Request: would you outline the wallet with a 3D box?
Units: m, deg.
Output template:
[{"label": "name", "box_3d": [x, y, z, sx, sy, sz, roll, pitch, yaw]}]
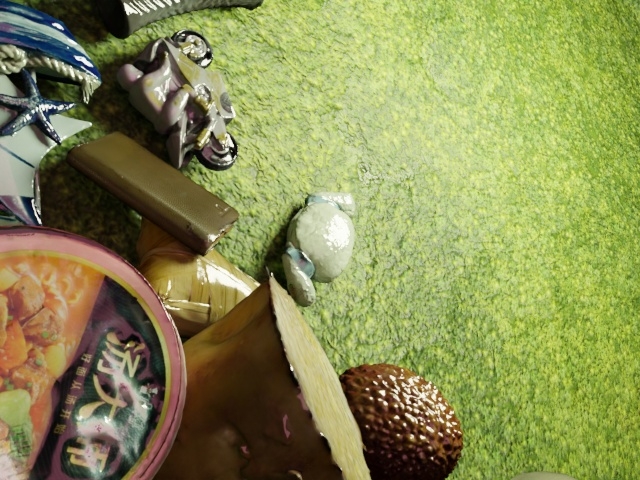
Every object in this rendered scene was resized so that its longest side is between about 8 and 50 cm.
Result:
[{"label": "wallet", "box_3d": [-0.200, -0.061, 0.718, 0.198, 0.031, 0.110, 34, 26, 1]}]

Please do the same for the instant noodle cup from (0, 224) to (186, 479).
[{"label": "instant noodle cup", "box_3d": [-0.273, 0.134, 0.517, 0.244, 0.255, 0.243, 12, 67, -30]}]

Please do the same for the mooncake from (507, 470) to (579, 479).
[{"label": "mooncake", "box_3d": [0.360, 0.502, 0.903, 0.275, 0.135, 0.274, 9, 71, -28]}]

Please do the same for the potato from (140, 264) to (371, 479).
[{"label": "potato", "box_3d": [-0.095, 0.208, 0.606, 0.237, 0.301, 0.288, -26, 116, 1]}]

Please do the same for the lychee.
[{"label": "lychee", "box_3d": [0.089, 0.257, 0.775, 0.195, 0.194, 0.194, 12, 67, -31]}]

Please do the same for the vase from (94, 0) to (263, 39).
[{"label": "vase", "box_3d": [-0.200, -0.360, 0.843, 0.237, 0.115, 0.115, -36, 95, -33]}]

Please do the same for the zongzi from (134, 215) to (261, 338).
[{"label": "zongzi", "box_3d": [-0.151, 0.036, 0.749, 0.194, 0.099, 0.197, 24, 41, -36]}]

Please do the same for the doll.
[{"label": "doll", "box_3d": [0.000, 0.000, 0.866, 0.103, 0.071, 0.214, 37, 53, -20]}]

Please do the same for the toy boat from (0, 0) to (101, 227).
[{"label": "toy boat", "box_3d": [-0.350, -0.149, 0.688, 0.210, 0.070, 0.291, -27, 94, -33]}]

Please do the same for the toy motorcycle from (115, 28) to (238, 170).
[{"label": "toy motorcycle", "box_3d": [-0.199, -0.198, 0.799, 0.152, 0.073, 0.225, -5, 73, -37]}]
